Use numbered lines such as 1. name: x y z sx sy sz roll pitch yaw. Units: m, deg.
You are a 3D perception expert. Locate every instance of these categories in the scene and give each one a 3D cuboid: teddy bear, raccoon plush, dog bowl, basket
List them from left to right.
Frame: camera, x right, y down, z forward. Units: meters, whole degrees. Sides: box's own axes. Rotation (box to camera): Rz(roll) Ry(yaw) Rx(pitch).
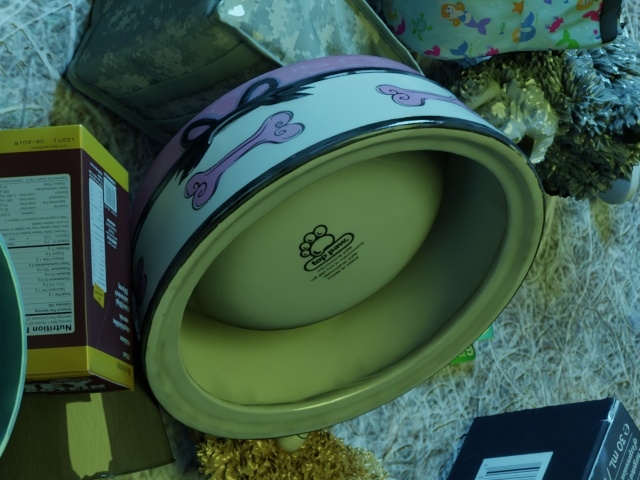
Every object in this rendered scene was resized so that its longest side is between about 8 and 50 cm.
1. basket: -0.245 0.107 1.509 0.204 0.154 0.227 -7 87 -35
2. teddy bear: 0.000 0.258 1.750 0.245 0.113 0.338 -44 115 -40
3. dog bowl: 0.000 0.000 1.552 0.408 0.408 0.150 12 37 -42
4. raccoon plush: 0.221 -0.232 2.018 0.299 0.216 0.446 14 47 -29

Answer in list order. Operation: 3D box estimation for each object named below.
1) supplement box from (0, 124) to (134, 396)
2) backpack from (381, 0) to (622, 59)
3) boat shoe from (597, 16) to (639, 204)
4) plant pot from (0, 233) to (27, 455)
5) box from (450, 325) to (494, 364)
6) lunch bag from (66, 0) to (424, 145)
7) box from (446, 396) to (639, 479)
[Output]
1. supplement box: -0.234 0.024 1.347 0.191 0.129 0.194 65 22 -80
2. backpack: 0.193 -0.306 1.839 0.253 0.225 0.191 -13 129 -7
3. boat shoe: 0.393 -0.178 2.183 0.084 0.095 0.258 -8 92 -40
4. plant pot: -0.382 0.071 1.092 0.293 0.235 0.293 6 81 -42
5. box: 0.152 0.059 1.964 0.105 0.043 0.179 -7 92 -44
6. lunch bag: -0.064 -0.171 1.646 0.287 0.235 0.169 34 58 -36
7. box: 0.308 0.432 1.930 0.395 0.212 0.293 55 43 -26
